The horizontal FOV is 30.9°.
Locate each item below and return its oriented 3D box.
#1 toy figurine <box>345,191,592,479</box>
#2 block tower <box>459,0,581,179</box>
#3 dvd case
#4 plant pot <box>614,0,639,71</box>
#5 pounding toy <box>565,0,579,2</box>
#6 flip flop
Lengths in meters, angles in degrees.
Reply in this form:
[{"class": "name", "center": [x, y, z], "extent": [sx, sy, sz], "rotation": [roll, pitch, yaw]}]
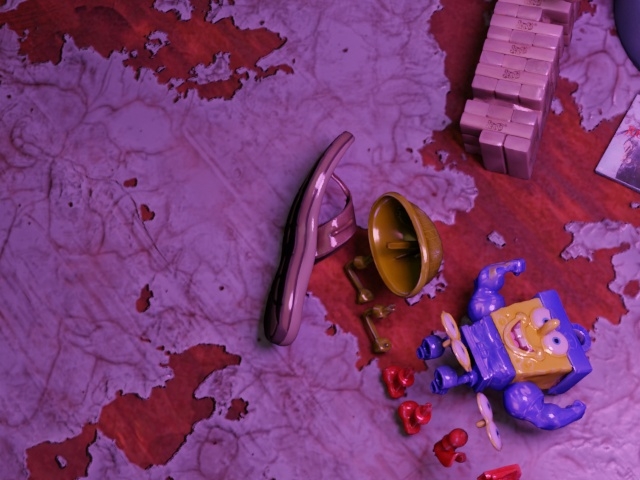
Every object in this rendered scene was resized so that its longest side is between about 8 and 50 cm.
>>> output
[{"class": "toy figurine", "center": [0.199, 0.114, 1.334], "extent": [0.217, 0.191, 0.362], "rotation": [-8, 59, -22]}, {"class": "block tower", "center": [0.260, -0.253, 1.437], "extent": [0.091, 0.097, 0.335], "rotation": [14, 74, 16]}, {"class": "dvd case", "center": [0.398, -0.116, 1.402], "extent": [0.087, 0.013, 0.119], "rotation": [28, 79, 20]}, {"class": "plant pot", "center": [0.495, -0.324, 1.352], "extent": [0.290, 0.195, 0.290], "rotation": [-4, 71, 11]}, {"class": "pounding toy", "center": [0.317, -0.360, 1.360], "extent": [0.181, 0.094, 0.206], "rotation": [17, 76, 16]}, {"class": "flip flop", "center": [0.000, 0.000, 1.415], "extent": [0.080, 0.112, 0.277], "rotation": [17, 72, -9]}]
